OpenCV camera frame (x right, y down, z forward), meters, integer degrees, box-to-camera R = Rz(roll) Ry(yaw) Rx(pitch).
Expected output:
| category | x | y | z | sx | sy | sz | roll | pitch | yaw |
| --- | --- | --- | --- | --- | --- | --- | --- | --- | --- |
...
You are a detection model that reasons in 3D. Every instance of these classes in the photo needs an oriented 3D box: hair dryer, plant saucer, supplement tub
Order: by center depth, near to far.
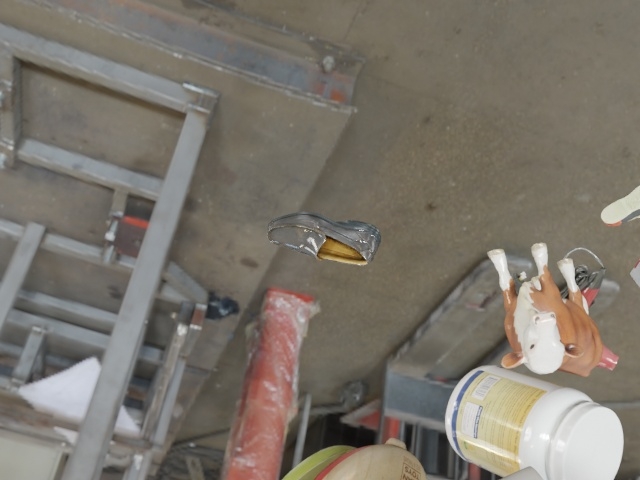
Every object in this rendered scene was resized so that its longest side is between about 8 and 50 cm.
| category | x | y | z | sx | sy | sz | roll | pitch | yaw |
| --- | --- | --- | --- | --- | --- | --- | --- | --- | --- |
| plant saucer | -0.017 | 0.495 | 1.582 | 0.241 | 0.037 | 0.241 | -28 | 145 | -22 |
| supplement tub | 0.448 | 0.405 | 1.646 | 0.228 | 0.228 | 0.316 | 35 | 166 | -32 |
| hair dryer | 0.554 | 0.172 | 1.697 | 0.223 | 0.080 | 0.293 | -25 | 105 | 45 |

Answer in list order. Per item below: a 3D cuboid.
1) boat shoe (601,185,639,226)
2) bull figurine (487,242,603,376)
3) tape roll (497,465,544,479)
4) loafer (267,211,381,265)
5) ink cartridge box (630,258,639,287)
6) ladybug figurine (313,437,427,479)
| category | x | y | z | sx | sy | sz | roll | pitch | yaw |
| --- | --- | --- | --- | --- | --- | --- | --- | --- | --- |
| boat shoe | 0.561 | -0.065 | 1.360 | 0.137 | 0.049 | 0.043 | -30 | 153 | 23 |
| bull figurine | 0.318 | 0.108 | 1.087 | 0.101 | 0.188 | 0.310 | -18 | 156 | 25 |
| tape roll | 0.392 | 0.551 | 1.372 | 0.100 | 0.286 | 0.286 | -24 | 141 | 0 |
| loafer | 0.000 | 0.000 | 1.124 | 0.170 | 0.061 | 0.062 | 4 | 128 | 13 |
| ink cartridge box | 0.845 | 0.047 | 1.850 | 0.175 | 0.072 | 0.127 | -30 | 158 | 0 |
| ladybug figurine | 0.038 | 0.559 | 1.374 | 0.305 | 0.449 | 0.162 | 41 | 158 | -33 |
